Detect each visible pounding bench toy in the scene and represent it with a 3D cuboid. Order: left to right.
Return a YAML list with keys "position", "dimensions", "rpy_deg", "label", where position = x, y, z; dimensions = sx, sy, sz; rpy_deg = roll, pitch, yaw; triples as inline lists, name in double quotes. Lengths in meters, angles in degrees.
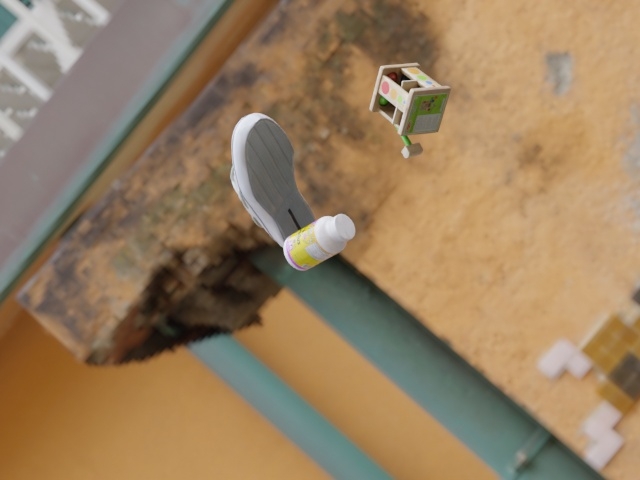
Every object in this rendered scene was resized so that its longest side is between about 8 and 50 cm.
- position: [0.087, -0.136, 1.493]
  dimensions: [0.052, 0.065, 0.083]
  rpy_deg: [-9, -53, -36]
  label: "pounding bench toy"

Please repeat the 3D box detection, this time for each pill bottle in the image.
- position: [0.000, 0.000, 1.582]
  dimensions: [0.083, 0.043, 0.043]
  rpy_deg: [-29, 5, 42]
  label: "pill bottle"

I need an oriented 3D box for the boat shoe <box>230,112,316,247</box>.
- position: [-0.074, -0.069, 1.703]
  dimensions: [0.083, 0.075, 0.226]
  rpy_deg: [-47, -37, -24]
  label: "boat shoe"
